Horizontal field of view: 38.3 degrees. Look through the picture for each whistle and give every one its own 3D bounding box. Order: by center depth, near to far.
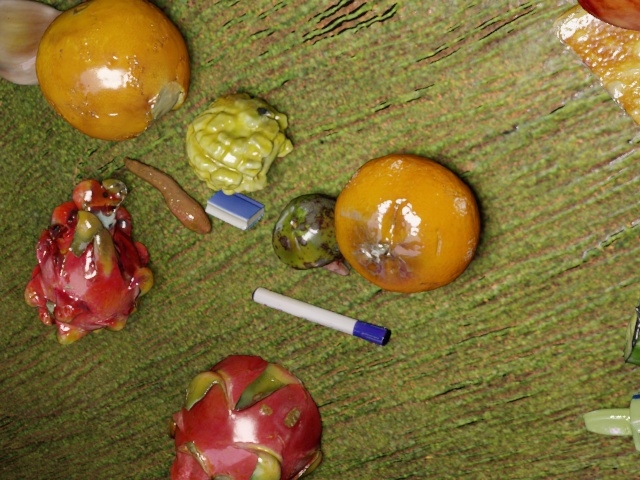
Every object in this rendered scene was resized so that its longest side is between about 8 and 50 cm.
[{"bbox_3d":[0.514,0.275,1.395,0.227,0.085,0.105,-7,114,33],"label":"whistle"}]

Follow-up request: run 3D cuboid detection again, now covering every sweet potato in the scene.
[{"bbox_3d":[-0.279,-0.089,1.677,0.214,0.050,0.050,43,131,7],"label":"sweet potato"}]

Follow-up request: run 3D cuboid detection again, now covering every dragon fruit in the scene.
[{"bbox_3d":[-0.441,0.039,1.738,0.243,0.227,0.307,-6,112,29],"label":"dragon fruit"},{"bbox_3d":[-0.163,0.396,1.795,0.305,0.226,0.305,17,126,25],"label":"dragon fruit"}]

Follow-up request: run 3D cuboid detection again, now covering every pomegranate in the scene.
[{"bbox_3d":[-0.004,0.004,1.513,0.138,0.125,0.163,-24,106,26],"label":"pomegranate"}]

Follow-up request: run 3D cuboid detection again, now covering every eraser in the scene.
[{"bbox_3d":[-0.148,-0.056,1.603,0.085,0.063,0.027,25,127,15],"label":"eraser"}]

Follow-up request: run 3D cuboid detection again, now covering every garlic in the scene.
[{"bbox_3d":[-0.551,-0.361,1.643,0.267,0.148,0.128,22,164,13],"label":"garlic"}]

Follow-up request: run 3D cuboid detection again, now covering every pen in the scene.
[{"bbox_3d":[-0.002,0.134,1.655,0.269,0.033,0.033,17,126,22],"label":"pen"}]

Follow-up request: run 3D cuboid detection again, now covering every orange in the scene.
[{"bbox_3d":[0.128,-0.022,1.386,0.224,0.170,0.224,16,128,22],"label":"orange"},{"bbox_3d":[-0.328,-0.273,1.464,0.240,0.240,0.240,15,125,23],"label":"orange"}]

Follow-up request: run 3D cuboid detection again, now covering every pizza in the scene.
[{"bbox_3d":[0.396,-0.231,1.164,0.201,0.053,0.193,2,118,18],"label":"pizza"}]

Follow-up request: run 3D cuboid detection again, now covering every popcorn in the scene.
[{"bbox_3d":[-0.130,-0.156,1.476,0.174,0.173,0.142,8,130,27],"label":"popcorn"}]

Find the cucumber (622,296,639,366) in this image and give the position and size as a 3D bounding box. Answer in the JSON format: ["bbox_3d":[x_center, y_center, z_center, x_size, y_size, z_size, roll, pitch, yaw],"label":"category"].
[{"bbox_3d":[0.547,0.142,1.275,0.244,0.134,0.134,15,126,12],"label":"cucumber"}]

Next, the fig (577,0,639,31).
[{"bbox_3d":[0.395,-0.337,1.000,0.263,0.224,0.224,-4,118,14],"label":"fig"}]
